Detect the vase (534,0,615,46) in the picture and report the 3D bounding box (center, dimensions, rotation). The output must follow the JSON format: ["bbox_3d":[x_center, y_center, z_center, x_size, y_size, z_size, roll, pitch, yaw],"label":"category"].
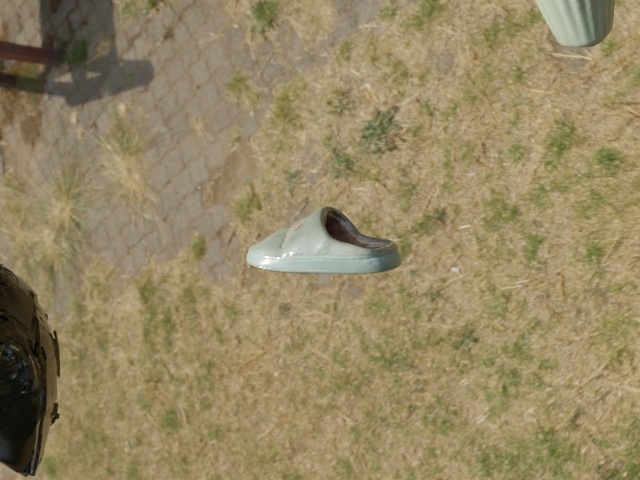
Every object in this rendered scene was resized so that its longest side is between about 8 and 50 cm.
[{"bbox_3d":[0.285,-0.349,0.786,0.128,0.128,0.248,0,128,40],"label":"vase"}]

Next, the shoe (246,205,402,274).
[{"bbox_3d":[0.000,0.000,0.977,0.250,0.103,0.100,1,91,31],"label":"shoe"}]

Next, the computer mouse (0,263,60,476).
[{"bbox_3d":[-0.267,0.105,0.581,0.146,0.077,0.242,-111,18,-53],"label":"computer mouse"}]
